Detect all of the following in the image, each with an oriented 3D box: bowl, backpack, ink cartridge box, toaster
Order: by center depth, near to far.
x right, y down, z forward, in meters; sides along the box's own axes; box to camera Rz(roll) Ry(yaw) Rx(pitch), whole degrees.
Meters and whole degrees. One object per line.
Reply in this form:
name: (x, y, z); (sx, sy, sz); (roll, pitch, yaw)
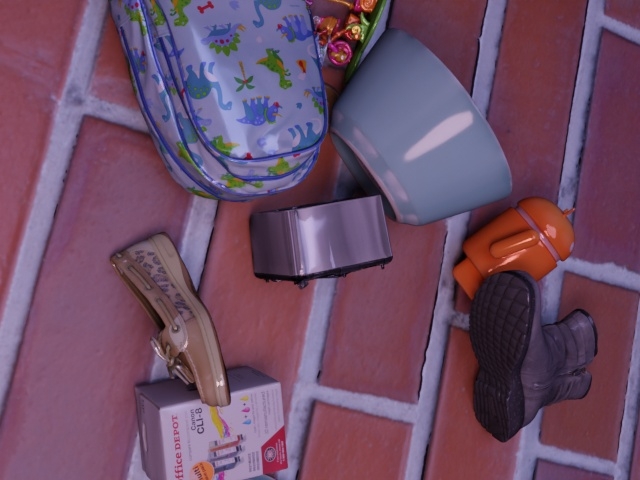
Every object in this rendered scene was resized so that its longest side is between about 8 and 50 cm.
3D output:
ink cartridge box: (-0.153, 0.259, 1.222); (0.176, 0.127, 0.128); (-8, 98, -25)
backpack: (-0.129, -0.228, 1.237); (0.290, 0.273, 0.356); (-11, 102, -33)
toaster: (0.000, 0.000, 1.294); (0.168, 0.185, 0.110); (-12, 95, -25)
bowl: (0.127, -0.145, 1.332); (0.163, 0.311, 0.312); (-36, 102, -3)

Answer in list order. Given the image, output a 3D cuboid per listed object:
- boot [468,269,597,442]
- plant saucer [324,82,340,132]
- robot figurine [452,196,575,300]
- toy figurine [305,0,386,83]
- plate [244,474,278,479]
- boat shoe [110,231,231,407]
boot: (0.360, 0.156, 1.448); (0.222, 0.118, 0.338); (-23, 132, -26)
plant saucer: (0.004, -0.214, 1.407); (0.083, 0.015, 0.084); (2, 85, -25)
robot figurine: (0.323, 0.014, 1.451); (0.219, 0.128, 0.158); (-38, 131, 7)
toy figurine: (0.004, -0.356, 1.386); (0.159, 0.130, 0.173); (21, 101, -9)
plate: (-0.081, 0.374, 1.230); (0.188, 0.188, 0.024); (21, 110, -23)
boat shoe: (-0.198, 0.113, 1.183); (0.089, 0.105, 0.285); (-20, 51, -16)
